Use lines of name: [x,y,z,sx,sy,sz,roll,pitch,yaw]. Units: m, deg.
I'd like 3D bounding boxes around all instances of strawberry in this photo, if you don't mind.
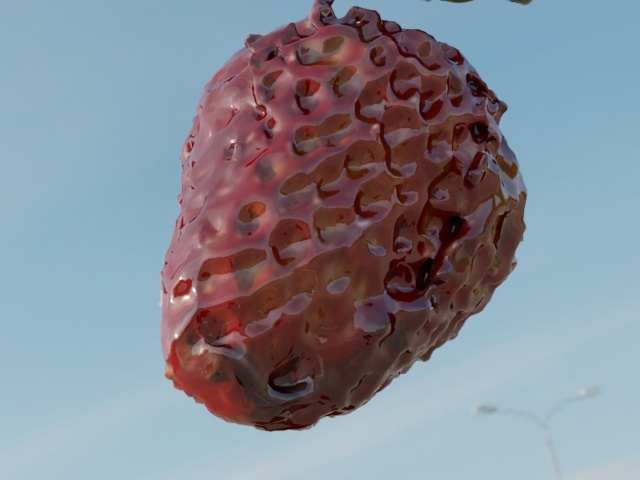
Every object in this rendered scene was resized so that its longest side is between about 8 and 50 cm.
strawberry: [0.000,0.000,0.869,0.205,0.205,0.244,-31,18,44]

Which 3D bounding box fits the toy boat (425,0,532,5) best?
toy boat: [0.073,-0.181,0.985,0.077,0.075,0.185,26,6,-20]
